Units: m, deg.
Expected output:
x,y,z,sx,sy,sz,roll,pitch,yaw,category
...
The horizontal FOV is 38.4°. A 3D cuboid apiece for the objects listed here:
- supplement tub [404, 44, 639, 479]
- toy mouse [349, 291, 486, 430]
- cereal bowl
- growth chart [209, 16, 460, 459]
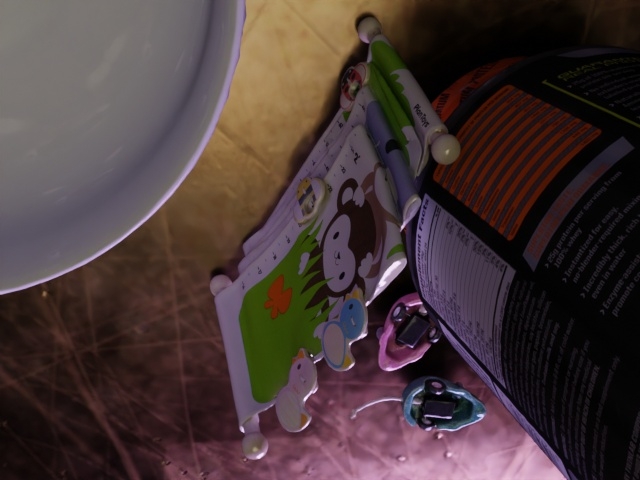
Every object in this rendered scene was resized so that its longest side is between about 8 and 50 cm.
x,y,z,sx,sy,sz,roll,pitch,yaw,category
0.173,0.020,0.467,0.207,0.338,0.207,-6,115,-14,supplement tub
0.081,0.087,0.672,0.143,0.031,0.161,-33,114,9,toy mouse
-0.206,-0.147,0.467,0.338,0.141,0.339,-2,116,-5,cereal bowl
0.000,0.000,0.551,0.021,0.172,0.237,20,115,-31,growth chart
